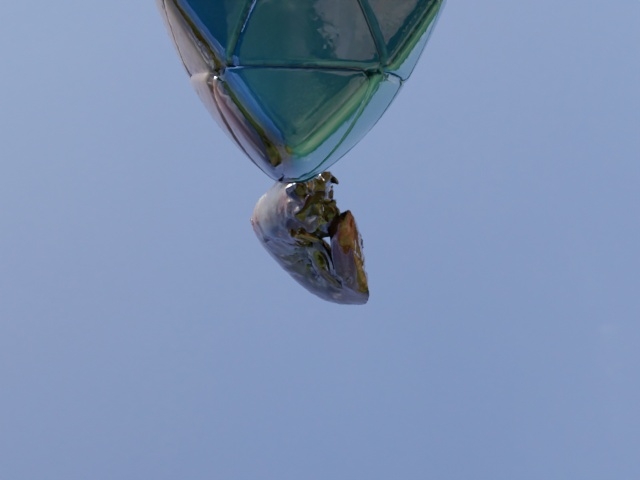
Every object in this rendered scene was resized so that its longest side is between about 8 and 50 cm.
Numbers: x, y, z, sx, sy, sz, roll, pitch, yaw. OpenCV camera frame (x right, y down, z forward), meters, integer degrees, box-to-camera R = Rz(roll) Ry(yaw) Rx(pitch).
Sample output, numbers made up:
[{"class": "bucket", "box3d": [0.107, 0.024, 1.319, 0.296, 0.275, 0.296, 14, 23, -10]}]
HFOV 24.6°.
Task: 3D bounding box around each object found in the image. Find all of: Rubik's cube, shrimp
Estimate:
[{"class": "Rubik's cube", "box3d": [0.015, -0.142, 1.086, 0.254, 0.254, 0.254, 2, -93, -49]}, {"class": "shrimp", "box3d": [0.000, 0.000, 1.447, 0.063, 0.287, 0.152, -42, -94, -15]}]
